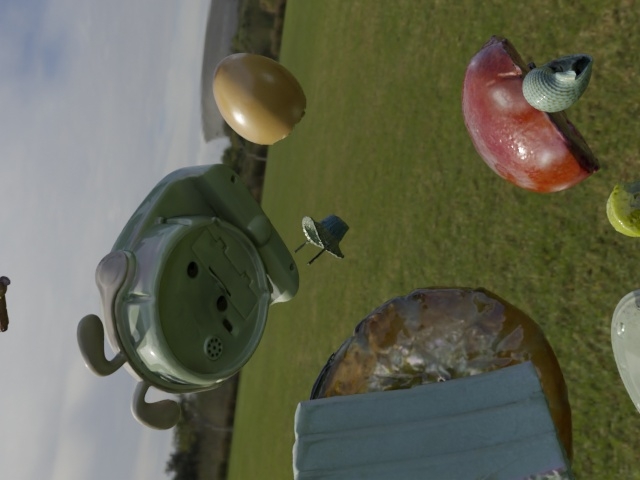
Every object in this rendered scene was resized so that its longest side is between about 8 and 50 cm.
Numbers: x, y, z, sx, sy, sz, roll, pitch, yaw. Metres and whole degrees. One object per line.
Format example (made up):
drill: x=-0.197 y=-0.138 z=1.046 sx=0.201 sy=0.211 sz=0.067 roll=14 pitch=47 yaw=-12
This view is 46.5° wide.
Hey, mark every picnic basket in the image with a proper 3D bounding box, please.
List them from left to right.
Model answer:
picnic basket: x=0.000 y=0.000 z=1.065 sx=0.083 sy=0.083 sz=0.065 roll=-47 pitch=29 yaw=-7

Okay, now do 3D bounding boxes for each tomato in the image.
tomato: x=0.363 y=-0.227 z=1.414 sx=0.335 sy=0.176 sz=0.290 roll=60 pitch=-158 yaw=12

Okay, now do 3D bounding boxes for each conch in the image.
conch: x=0.280 y=-0.182 z=0.866 sx=0.085 sy=0.076 sz=0.056 roll=21 pitch=148 yaw=55

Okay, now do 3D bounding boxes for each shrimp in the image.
shrimp: x=0.123 y=0.269 z=0.756 sx=0.085 sy=0.272 sz=0.445 roll=20 pitch=-115 yaw=-77

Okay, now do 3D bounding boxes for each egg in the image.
egg: x=-0.062 y=-0.139 z=0.723 sx=0.080 sy=0.096 sz=0.080 roll=-46 pitch=23 yaw=26

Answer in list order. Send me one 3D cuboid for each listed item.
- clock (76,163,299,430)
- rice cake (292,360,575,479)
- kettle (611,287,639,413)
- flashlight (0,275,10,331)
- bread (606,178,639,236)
clock: x=-0.102 y=0.047 z=0.586 sx=0.151 sy=0.062 sz=0.191 roll=58 pitch=-134 yaw=-33
rice cake: x=0.090 y=0.180 z=0.649 sx=0.127 sy=0.237 sz=0.043 roll=-94 pitch=-7 yaw=-47
kettle: x=0.564 y=0.129 z=0.765 sx=0.361 sy=0.377 sz=0.250 roll=60 pitch=167 yaw=16
flashlight: x=-0.533 y=0.105 z=1.230 sx=0.031 sy=0.052 sz=0.110 roll=-77 pitch=-6 yaw=-61
bread: x=0.596 y=-0.059 z=1.375 sx=0.114 sy=0.129 sz=0.111 roll=20 pitch=-113 yaw=-80
